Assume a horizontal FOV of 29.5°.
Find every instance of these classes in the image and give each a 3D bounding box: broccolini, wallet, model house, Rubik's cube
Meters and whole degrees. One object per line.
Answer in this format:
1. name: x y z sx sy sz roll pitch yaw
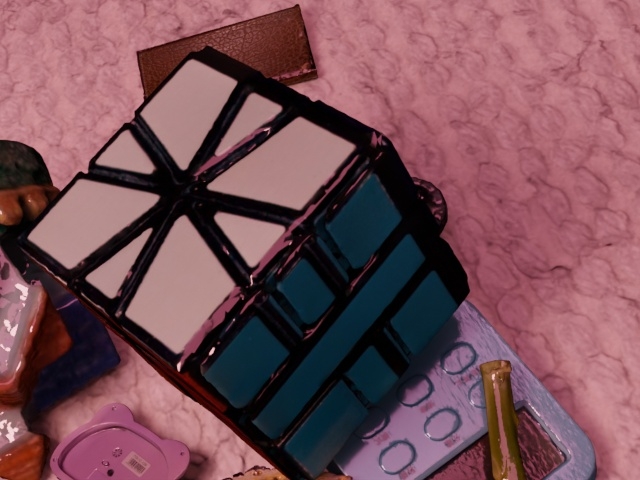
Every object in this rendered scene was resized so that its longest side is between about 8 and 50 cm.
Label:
1. broccolini: 0.177 0.294 1.158 0.079 0.074 0.392 -2 65 -7
2. wallet: -0.131 -0.245 1.694 0.243 0.039 0.132 -16 59 0
3. model house: -0.346 0.094 1.348 0.252 0.295 0.329 -27 79 -15
4. Rubik's cube: -0.066 0.025 1.209 0.293 0.283 0.288 35 77 36

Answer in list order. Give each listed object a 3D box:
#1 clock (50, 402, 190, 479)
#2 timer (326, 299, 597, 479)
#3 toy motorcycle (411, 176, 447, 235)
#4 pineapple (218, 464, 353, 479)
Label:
1. clock: -0.211 0.254 1.332 0.153 0.050 0.110 27 64 28
2. timer: 0.134 0.208 1.267 0.232 0.091 0.250 -35 57 -14
3. toy motorcycle: 0.000 0.000 1.446 0.307 0.108 0.173 1 63 12
4. pineapple: -0.039 0.315 1.206 0.176 0.136 0.161 -9 13 -5
